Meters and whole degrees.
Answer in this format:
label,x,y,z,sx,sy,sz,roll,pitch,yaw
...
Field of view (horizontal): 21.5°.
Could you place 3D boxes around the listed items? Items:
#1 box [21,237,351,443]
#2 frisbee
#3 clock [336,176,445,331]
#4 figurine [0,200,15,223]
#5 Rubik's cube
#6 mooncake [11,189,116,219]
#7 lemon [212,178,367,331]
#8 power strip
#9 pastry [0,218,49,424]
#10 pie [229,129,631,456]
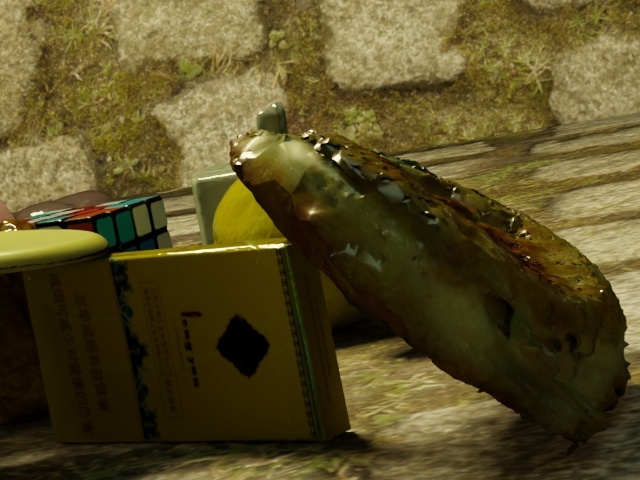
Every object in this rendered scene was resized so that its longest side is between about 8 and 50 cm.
label,x,y,z,sx,sy,sz,roll,pitch,yaw
box,-0.113,0.082,1.326,0.279,0.153,0.041,-5,8,35
frisbee,-0.285,0.010,1.342,0.236,0.017,0.236,-4,6,0
clock,0.090,0.013,1.567,0.184,0.184,0.040,-15,-32,-34
figurine,-0.444,0.039,1.867,0.261,0.269,0.211,-2,8,-35
Rubik's cube,-0.255,0.044,1.810,0.155,0.154,0.151,-6,7,25
mooncake,-0.377,0.014,2.334,0.245,0.133,0.245,-16,3,1
lemon,0.000,0.000,1.687,0.248,0.184,0.184,-13,8,-12
power strip,-0.058,-0.038,1.886,0.140,0.224,0.139,-9,8,13
pastry,-0.276,0.072,1.521,0.103,0.188,0.189,-19,8,-2
pie,0.086,0.014,1.194,0.355,0.103,0.288,39,12,28
